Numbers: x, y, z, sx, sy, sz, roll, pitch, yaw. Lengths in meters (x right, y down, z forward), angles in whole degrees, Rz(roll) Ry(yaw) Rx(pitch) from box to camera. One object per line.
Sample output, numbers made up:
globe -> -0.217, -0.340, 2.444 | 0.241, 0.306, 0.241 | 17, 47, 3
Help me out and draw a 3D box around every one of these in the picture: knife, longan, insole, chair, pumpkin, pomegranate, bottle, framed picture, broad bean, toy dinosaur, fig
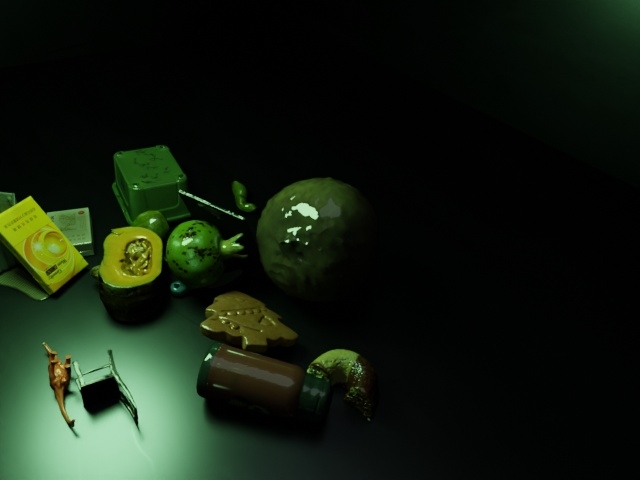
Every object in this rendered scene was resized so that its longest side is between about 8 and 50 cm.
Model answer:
knife -> -0.359, 0.135, 1.655 | 0.244, 0.032, 0.058 | -11, 38, -27
longan -> 0.000, 0.000, 1.591 | 0.390, 0.391, 0.391 | 5, 39, -4
insole -> -0.925, 0.123, 1.582 | 0.253, 0.005, 0.086 | 21, 41, 14
chair -> -0.533, 0.383, 1.277 | 0.101, 0.084, 0.212 | -16, 45, -31
pumpkin -> -0.592, 0.095, 1.578 | 0.221, 0.139, 0.317 | 1, 42, -14
pomegranate -> -0.349, 0.038, 1.576 | 0.262, 0.211, 0.211 | -7, 40, 4
bottle -> -0.134, 0.367, 1.314 | 0.335, 0.144, 0.144 | 13, 39, 6
framed picture -> -0.305, -0.026, 1.638 | 0.244, 0.324, 0.013 | 23, 65, 17
broad bean -> -0.310, -0.177, 2.018 | 0.070, 0.048, 0.214 | -14, 45, -24
toy dinosaur -> -0.656, 0.348, 1.303 | 0.055, 0.102, 0.279 | 0, 27, -35
fig -> -0.591, -0.035, 1.747 | 0.156, 0.123, 0.123 | -17, 45, -14

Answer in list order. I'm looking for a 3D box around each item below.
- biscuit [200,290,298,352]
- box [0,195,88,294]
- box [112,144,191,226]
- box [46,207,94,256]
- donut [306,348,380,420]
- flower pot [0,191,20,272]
biscuit -> -0.219, 0.220, 1.493 | 0.283, 0.043, 0.306 | 9, 20, -26
box -> -0.844, 0.014, 1.552 | 0.043, 0.269, 0.152 | -22, 22, 35
box -> -0.619, -0.209, 1.903 | 0.252, 0.178, 0.329 | -15, 45, -28
box -> -0.841, -0.024, 1.733 | 0.140, 0.058, 0.201 | -11, 43, -21
donut -> 0.073, 0.364, 1.401 | 0.217, 0.085, 0.141 | 23, 42, 20
flower pot -> -1.040, -0.025, 1.596 | 0.239, 0.190, 0.209 | 7, 38, -2
